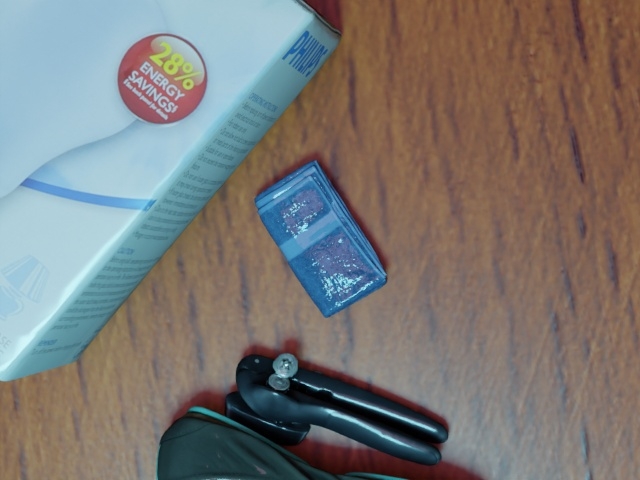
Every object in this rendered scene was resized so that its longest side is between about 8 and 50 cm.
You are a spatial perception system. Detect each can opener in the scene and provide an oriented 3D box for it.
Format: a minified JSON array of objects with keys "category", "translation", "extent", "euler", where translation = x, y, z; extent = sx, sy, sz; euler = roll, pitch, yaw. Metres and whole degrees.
[{"category":"can opener","translation":[0.015,0.139,1.586],"extent":[0.186,0.073,0.059],"euler":[14,53,1]}]

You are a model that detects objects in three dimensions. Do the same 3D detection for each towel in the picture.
[{"category":"towel","translation":[0.000,0.000,1.591],"extent":[0.067,0.029,0.119],"euler":[-33,88,5]}]

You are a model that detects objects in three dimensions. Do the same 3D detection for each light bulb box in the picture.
[{"category":"light bulb box","translation":[-0.235,-0.143,1.512],"extent":[0.358,0.225,0.361],"euler":[40,94,3]}]

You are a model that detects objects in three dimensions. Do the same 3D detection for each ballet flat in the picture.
[{"category":"ballet flat","translation":[-0.004,0.224,1.559],"extent":[0.280,0.095,0.096],"euler":[17,60,11]}]
